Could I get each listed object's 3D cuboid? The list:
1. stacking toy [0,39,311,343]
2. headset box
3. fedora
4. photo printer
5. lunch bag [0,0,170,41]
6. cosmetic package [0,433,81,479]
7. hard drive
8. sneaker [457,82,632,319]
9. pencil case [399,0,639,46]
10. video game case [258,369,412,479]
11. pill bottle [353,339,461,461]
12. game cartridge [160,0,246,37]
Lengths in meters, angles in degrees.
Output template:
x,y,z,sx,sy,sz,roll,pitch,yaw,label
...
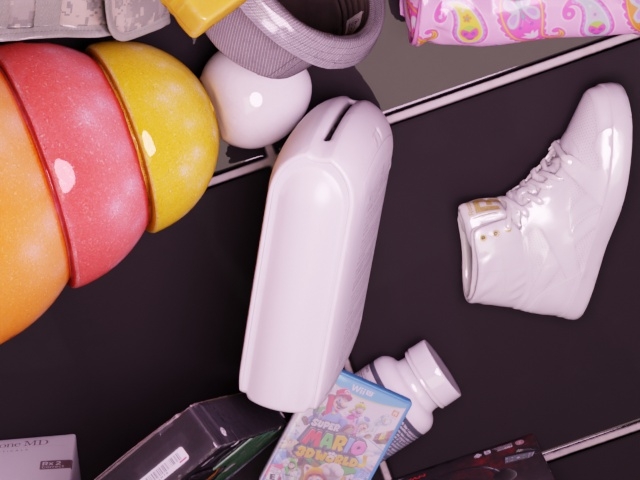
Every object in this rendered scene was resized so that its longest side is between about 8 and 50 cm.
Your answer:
x,y,z,sx,sy,sz,roll,pitch,yaw,label
-0.232,-0.100,1.665,0.479,0.350,0.351,-20,114,-19,stacking toy
0.199,0.375,1.866,0.218,0.293,0.110,-18,113,2,headset box
-0.055,-0.277,1.628,0.243,0.275,0.124,-1,154,-47,fedora
0.000,0.000,1.713,0.107,0.256,0.308,13,112,8,photo printer
-0.268,-0.326,1.587,0.287,0.169,0.235,-7,113,-28,lunch bag
-0.358,0.340,1.843,0.151,0.184,0.151,-4,113,-4,cosmetic package
-0.166,0.263,1.765,0.237,0.339,0.064,-40,79,10,hard drive
0.247,-0.046,1.801,0.169,0.108,0.293,6,113,-13,sneaker
0.230,-0.272,1.703,0.284,0.124,0.124,-4,113,-6,pencil case
0.017,0.233,1.822,0.119,0.015,0.166,25,104,-11,video game case
0.073,0.202,1.880,0.180,0.108,0.108,-34,112,8,pill bottle
-0.130,-0.387,1.506,0.324,0.052,0.285,50,58,-1,game cartridge
